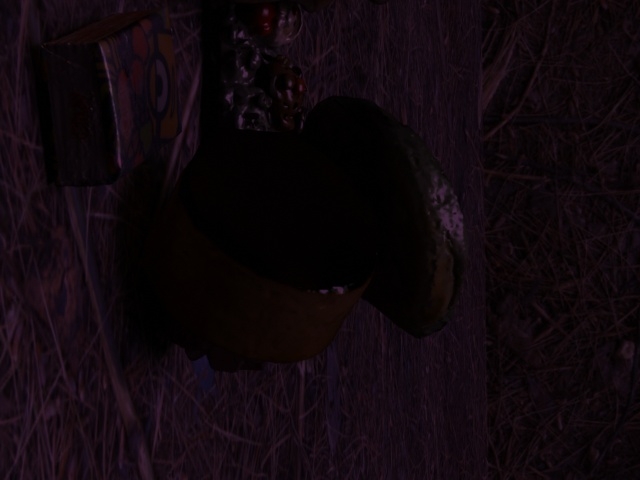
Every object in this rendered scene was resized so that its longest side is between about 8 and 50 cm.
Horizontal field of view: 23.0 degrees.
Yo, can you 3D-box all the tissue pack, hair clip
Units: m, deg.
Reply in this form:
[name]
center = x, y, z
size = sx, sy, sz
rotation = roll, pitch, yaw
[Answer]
[tissue pack]
center = -0.157, -0.110, 1.187
size = 0.148, 0.060, 0.109
rotation = -52, 138, -67
[hair clip]
center = -0.056, -0.118, 1.537
size = 0.138, 0.091, 0.321
rotation = 10, 78, -73

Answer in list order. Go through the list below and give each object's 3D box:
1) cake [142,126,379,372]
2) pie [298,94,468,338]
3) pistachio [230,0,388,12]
[cake]
center = -0.064, 0.029, 1.355
size = 0.178, 0.185, 0.208
rotation = -55, -163, 41
[pie]
center = 0.068, -0.025, 1.772
size = 0.302, 0.066, 0.303
rotation = 46, -34, 44
[pistachio]
center = 0.003, -0.385, 1.446
size = 0.445, 0.281, 0.365
rotation = -52, 139, -50
